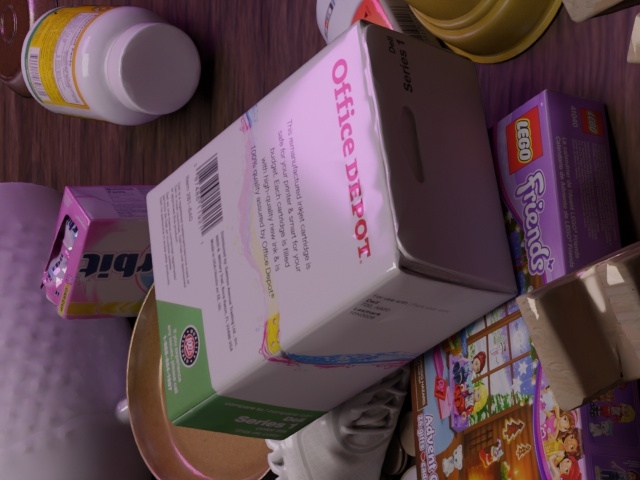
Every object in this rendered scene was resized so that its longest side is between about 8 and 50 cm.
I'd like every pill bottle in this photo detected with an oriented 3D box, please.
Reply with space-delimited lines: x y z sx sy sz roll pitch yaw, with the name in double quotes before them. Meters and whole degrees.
"pill bottle" -0.204 -0.174 1.863 0.208 0.117 0.118 13 102 58

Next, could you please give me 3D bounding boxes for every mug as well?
"mug" -0.276 0.125 1.892 0.374 0.276 0.328 -37 62 18

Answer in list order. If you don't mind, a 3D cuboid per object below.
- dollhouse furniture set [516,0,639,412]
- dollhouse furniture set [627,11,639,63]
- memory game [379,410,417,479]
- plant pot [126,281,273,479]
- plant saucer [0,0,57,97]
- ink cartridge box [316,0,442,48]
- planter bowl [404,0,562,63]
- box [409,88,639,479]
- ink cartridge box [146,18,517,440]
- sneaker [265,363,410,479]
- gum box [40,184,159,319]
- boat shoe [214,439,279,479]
"dollhouse furniture set" 0.305 -0.042 0.970 0.362 0.256 0.394 -25 87 45
"dollhouse furniture set" 0.230 -0.150 1.165 0.081 0.114 0.091 42 128 55
"memory game" 0.088 0.226 1.506 0.186 0.012 0.186 3 93 59
"plant pot" -0.083 0.111 1.643 0.236 0.032 0.236 -11 74 43
"plant saucer" -0.349 -0.249 2.181 0.168 0.029 0.169 4 95 57
"ink cartridge box" 0.027 -0.136 1.561 0.179 0.045 0.145 -58 44 38
"planter bowl" 0.093 -0.242 1.403 0.217 0.090 0.217 3 94 59
"box" 0.136 0.067 1.336 0.201 0.057 0.293 -35 52 53
"ink cartridge box" 0.000 0.000 1.382 0.278 0.117 0.201 -36 52 42
"sneaker" 0.031 0.095 1.506 0.118 0.110 0.292 8 94 45
"gum box" -0.158 0.010 1.729 0.062 0.188 0.107 49 131 45
"boat shoe" -0.070 0.257 1.700 0.081 0.079 0.228 -14 83 53
